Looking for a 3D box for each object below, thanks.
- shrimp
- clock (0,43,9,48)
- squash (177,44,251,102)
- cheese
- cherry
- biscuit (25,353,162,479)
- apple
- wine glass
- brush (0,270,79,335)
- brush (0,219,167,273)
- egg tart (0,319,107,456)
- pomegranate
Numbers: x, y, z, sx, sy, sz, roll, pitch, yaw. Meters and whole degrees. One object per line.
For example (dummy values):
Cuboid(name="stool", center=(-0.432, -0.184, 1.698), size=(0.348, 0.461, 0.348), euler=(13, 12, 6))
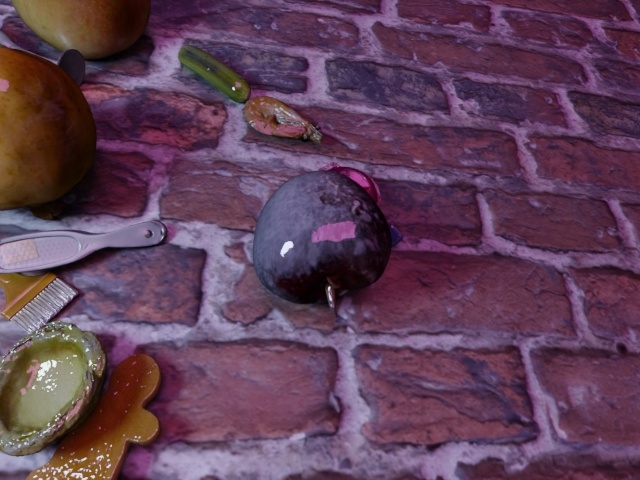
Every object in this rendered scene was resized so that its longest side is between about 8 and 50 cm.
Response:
Cuboid(name="shrimp", center=(-0.090, -0.284, 1.052), size=(0.217, 0.051, 0.115), euler=(29, 65, 5))
Cuboid(name="clock", center=(-0.798, -0.324, 0.858), size=(0.309, 0.166, 0.235), euler=(25, 58, 8))
Cuboid(name="squash", center=(-0.267, -0.423, 1.091), size=(0.228, 0.066, 0.066), euler=(36, 59, 12))
Cuboid(name="cheese", center=(0.083, -0.078, 0.957), size=(0.155, 0.062, 0.244), euler=(-32, 73, -24))
Cuboid(name="cherry", center=(0.000, 0.000, 0.801), size=(0.254, 0.218, 0.296), euler=(-20, 50, 10))
Cuboid(name="biscuit", center=(-0.325, 0.291, 0.664), size=(0.158, 0.035, 0.240), euler=(15, 54, 11))
Cuboid(name="apple", center=(-0.567, -0.618, 1.019), size=(0.318, 0.277, 0.320), euler=(6, 58, -10))
Cuboid(name="wine glass", center=(-0.693, -0.497, 0.931), size=(0.309, 0.264, 0.096), euler=(20, 43, 1))
Cuboid(name="brush", center=(-0.571, 0.059, 0.770), size=(0.272, 0.013, 0.103), euler=(31, 58, 9))
Cuboid(name="brush", center=(-0.442, 0.009, 0.807), size=(0.296, 0.060, 0.068), euler=(-11, 88, -30))
Cuboid(name="egg tart", center=(-0.410, 0.224, 0.652), size=(0.196, 0.078, 0.197), euler=(-4, 52, 5))
Cuboid(name="pomegranate", center=(-0.546, -0.198, 0.764), size=(0.306, 0.307, 0.308), euler=(5, 59, -9))
